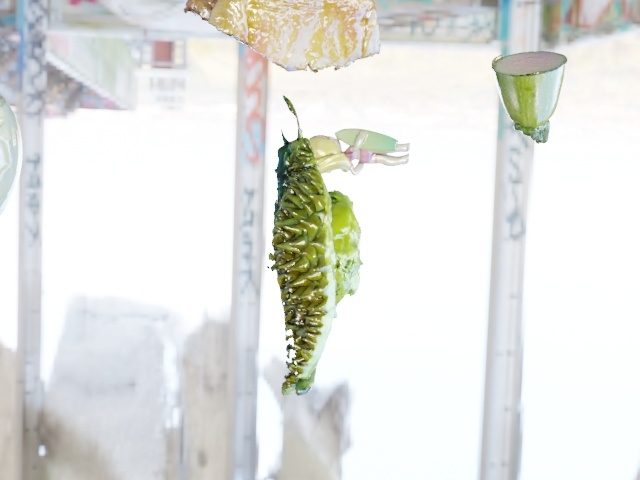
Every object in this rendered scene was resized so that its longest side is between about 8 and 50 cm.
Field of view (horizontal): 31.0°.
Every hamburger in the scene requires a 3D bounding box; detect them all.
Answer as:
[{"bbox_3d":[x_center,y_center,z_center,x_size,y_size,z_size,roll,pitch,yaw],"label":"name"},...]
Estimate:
[{"bbox_3d":[-0.037,-0.344,1.733,0.282,0.245,0.155,43,178,-37],"label":"hamburger"}]

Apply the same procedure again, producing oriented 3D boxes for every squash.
[{"bbox_3d":[0.288,-0.185,1.588,0.105,0.132,0.105,-6,-153,3],"label":"squash"}]

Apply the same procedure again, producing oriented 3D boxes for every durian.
[{"bbox_3d":[-0.008,0.000,1.373,0.106,0.375,0.132,-14,156,33],"label":"durian"}]

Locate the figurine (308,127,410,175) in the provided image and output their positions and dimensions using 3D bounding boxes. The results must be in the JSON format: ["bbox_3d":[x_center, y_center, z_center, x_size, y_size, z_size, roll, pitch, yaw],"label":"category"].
[{"bbox_3d":[0.052,-0.137,1.857,0.187,0.083,0.083,1,-175,-3],"label":"figurine"}]

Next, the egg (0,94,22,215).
[{"bbox_3d":[-0.607,-0.117,1.768,0.336,0.278,0.278,-40,168,21],"label":"egg"}]
